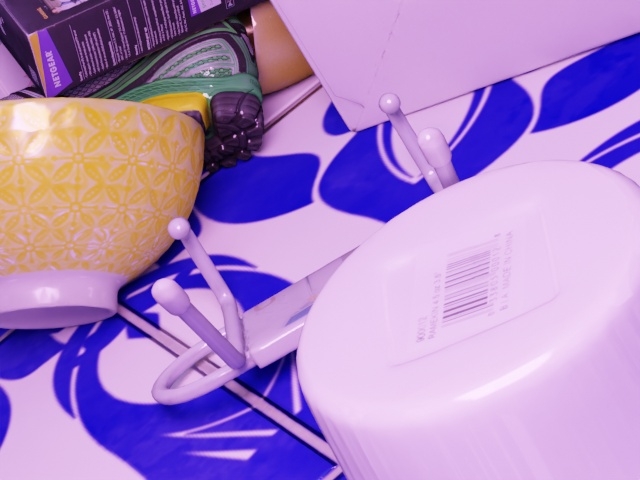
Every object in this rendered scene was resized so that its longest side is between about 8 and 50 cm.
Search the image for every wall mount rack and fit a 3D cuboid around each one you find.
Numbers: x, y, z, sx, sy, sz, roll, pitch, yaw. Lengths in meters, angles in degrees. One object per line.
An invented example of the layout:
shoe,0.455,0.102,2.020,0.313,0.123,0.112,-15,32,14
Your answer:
wall mount rack,0.000,0.000,1.371,0.350,0.130,0.304,-31,13,2

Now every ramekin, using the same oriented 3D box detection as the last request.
ramekin,0.120,0.072,1.184,0.277,0.135,0.277,-23,30,14

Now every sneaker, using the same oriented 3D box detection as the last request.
sneaker,-0.207,-0.126,1.779,0.344,0.134,0.146,-11,62,21

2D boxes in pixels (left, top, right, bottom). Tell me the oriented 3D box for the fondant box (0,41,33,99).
fondant box,-0.269,-0.251,1.954,0.096,0.238,0.330,-5,38,39

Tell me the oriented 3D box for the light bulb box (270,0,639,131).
light bulb box,0.157,-0.329,1.685,0.358,0.225,0.361,-18,32,24

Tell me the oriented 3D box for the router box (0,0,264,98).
router box,-0.219,-0.287,1.744,0.243,0.081,0.309,-26,48,-16

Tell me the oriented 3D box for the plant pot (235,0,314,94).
plant pot,-0.027,-0.211,1.797,0.095,0.134,0.134,-9,28,-8

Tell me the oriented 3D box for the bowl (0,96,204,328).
bowl,-0.237,-0.010,1.597,0.289,0.289,0.156,-12,76,31
